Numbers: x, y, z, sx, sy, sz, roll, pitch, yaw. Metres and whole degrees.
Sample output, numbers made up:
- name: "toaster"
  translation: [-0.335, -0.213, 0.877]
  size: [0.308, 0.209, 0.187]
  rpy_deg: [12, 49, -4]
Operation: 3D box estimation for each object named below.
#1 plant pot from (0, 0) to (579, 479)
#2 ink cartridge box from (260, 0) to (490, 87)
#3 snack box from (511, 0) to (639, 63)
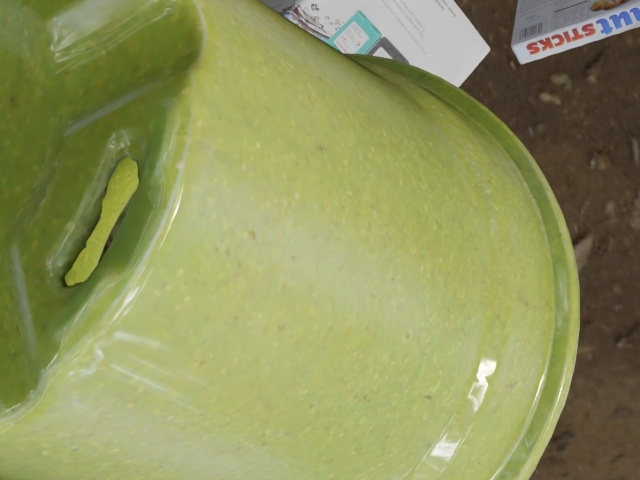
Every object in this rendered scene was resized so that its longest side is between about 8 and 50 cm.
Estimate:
- name: "plant pot"
  translation: [-0.063, 0.003, 0.454]
  size: [0.276, 0.276, 0.254]
  rpy_deg: [-24, 155, 17]
- name: "ink cartridge box"
  translation: [-0.001, -0.178, 1.258]
  size: [0.197, 0.198, 0.270]
  rpy_deg: [47, 71, -19]
- name: "snack box"
  translation: [0.223, -0.176, 0.810]
  size: [0.178, 0.064, 0.022]
  rpy_deg: [-15, 127, 28]
